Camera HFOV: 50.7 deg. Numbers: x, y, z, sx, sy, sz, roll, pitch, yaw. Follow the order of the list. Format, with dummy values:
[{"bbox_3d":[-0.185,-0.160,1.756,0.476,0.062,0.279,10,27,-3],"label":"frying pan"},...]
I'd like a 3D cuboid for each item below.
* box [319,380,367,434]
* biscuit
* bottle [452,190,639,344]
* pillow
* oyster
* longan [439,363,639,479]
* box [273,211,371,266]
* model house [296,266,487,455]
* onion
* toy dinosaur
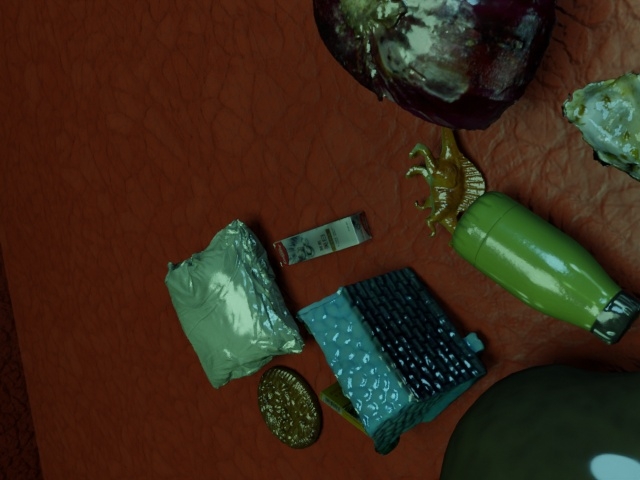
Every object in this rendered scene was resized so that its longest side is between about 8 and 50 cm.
[{"bbox_3d":[0.083,0.312,1.258,0.155,0.087,0.023,30,123,33],"label":"box"},{"bbox_3d":[-0.072,0.363,1.463,0.187,0.027,0.188,16,113,40],"label":"biscuit"},{"bbox_3d":[0.312,0.040,0.937,0.260,0.112,0.112,39,127,27],"label":"bottle"},{"bbox_3d":[-0.186,0.135,1.423,0.283,0.138,0.310,-26,87,36],"label":"pillow"},{"bbox_3d":[0.435,-0.131,0.799,0.294,0.094,0.166,40,109,39],"label":"oyster"},{"bbox_3d":[0.343,0.335,0.854,0.404,0.336,0.405,-25,50,33],"label":"longan"},{"bbox_3d":[0.000,0.000,1.268,0.218,0.039,0.055,-19,91,45],"label":"box"},{"bbox_3d":[0.124,0.180,1.142,0.261,0.241,0.226,57,178,29],"label":"model house"},{"bbox_3d":[0.162,-0.324,0.859,0.337,0.281,0.260,57,132,32],"label":"onion"},{"bbox_3d":[0.200,-0.094,1.041,0.142,0.057,0.212,34,126,17],"label":"toy dinosaur"}]
